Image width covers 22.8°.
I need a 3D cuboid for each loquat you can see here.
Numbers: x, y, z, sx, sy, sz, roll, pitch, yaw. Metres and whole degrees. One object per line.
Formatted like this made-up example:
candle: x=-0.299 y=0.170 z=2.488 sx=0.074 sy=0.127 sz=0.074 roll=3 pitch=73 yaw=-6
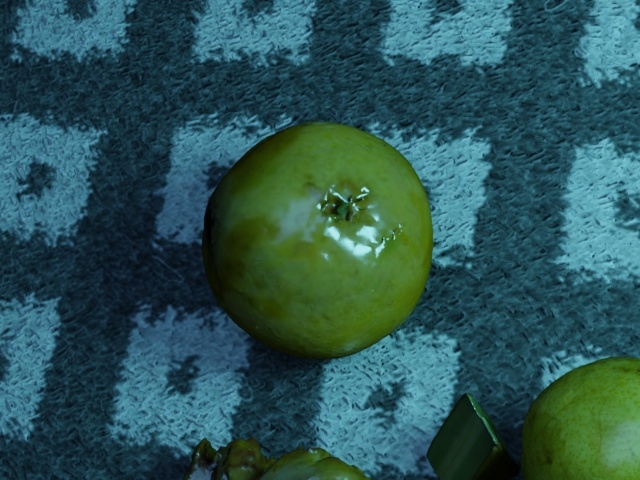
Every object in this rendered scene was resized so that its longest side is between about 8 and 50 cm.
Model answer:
loquat: x=0.000 y=0.000 z=1.756 sx=0.263 sy=0.263 sz=0.263 roll=-6 pitch=68 yaw=15

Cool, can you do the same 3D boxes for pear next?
pear: x=0.299 y=0.217 z=1.587 sx=0.208 sy=0.209 sz=0.209 roll=-6 pitch=68 yaw=15

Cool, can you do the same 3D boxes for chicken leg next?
chicken leg: x=-0.094 y=0.358 z=1.705 sx=0.409 sy=0.182 sz=0.295 roll=-47 pitch=53 yaw=14

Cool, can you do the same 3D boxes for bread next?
bread: x=0.149 y=0.221 z=1.669 sx=0.084 sy=0.139 sz=0.074 roll=-30 pitch=66 yaw=4
